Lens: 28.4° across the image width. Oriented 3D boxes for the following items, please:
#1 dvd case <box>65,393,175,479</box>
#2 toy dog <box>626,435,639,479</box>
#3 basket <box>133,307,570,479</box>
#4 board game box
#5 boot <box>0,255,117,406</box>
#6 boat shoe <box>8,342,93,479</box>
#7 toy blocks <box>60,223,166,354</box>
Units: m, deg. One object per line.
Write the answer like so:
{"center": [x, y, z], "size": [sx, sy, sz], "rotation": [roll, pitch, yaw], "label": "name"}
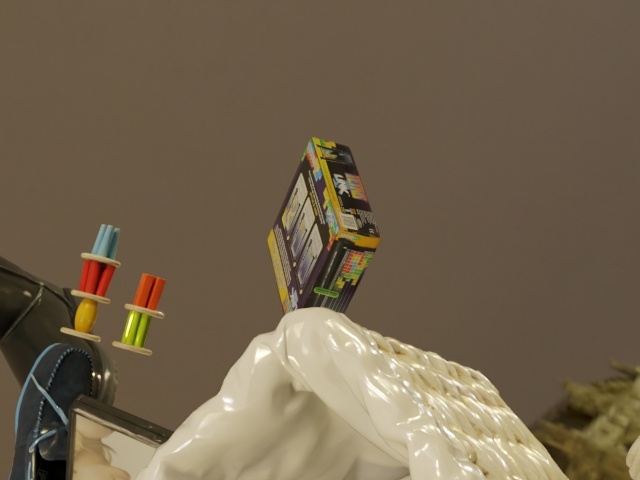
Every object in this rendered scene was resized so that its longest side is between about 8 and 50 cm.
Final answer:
{"center": [-0.131, 0.247, 1.052], "size": [0.022, 0.180, 0.253], "rotation": [-59, -14, -47], "label": "dvd case"}
{"center": [0.487, 0.230, 1.314], "size": [0.334, 0.161, 0.220], "rotation": [22, -72, -49], "label": "toy dog"}
{"center": [0.037, 0.269, 0.776], "size": [0.331, 0.328, 0.266], "rotation": [-47, -27, 15], "label": "basket"}
{"center": [0.000, 0.000, 1.283], "size": [0.048, 0.170, 0.141], "rotation": [12, -57, -19], "label": "board game box"}
{"center": [-0.528, 0.093, 1.835], "size": [0.445, 0.367, 0.146], "rotation": [37, -83, -33], "label": "boot"}
{"center": [-0.296, 0.248, 1.453], "size": [0.109, 0.089, 0.258], "rotation": [15, -102, -44], "label": "boat shoe"}
{"center": [-0.255, 0.061, 1.621], "size": [0.054, 0.123, 0.148], "rotation": [93, -169, -84], "label": "toy blocks"}
